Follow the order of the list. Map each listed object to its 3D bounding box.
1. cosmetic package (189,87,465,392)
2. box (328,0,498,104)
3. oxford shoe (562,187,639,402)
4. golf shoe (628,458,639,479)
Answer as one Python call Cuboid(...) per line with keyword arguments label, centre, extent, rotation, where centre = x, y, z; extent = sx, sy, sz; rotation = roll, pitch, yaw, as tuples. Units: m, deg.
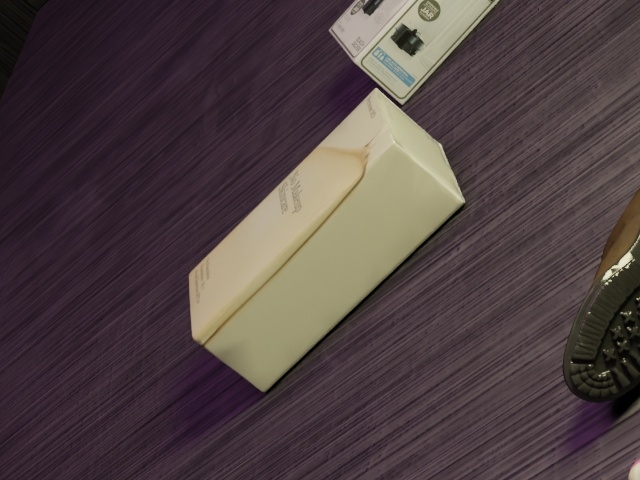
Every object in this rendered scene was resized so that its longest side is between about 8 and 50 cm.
Cuboid(label="cosmetic package", centre=(0.000, 0.000, 1.859), extent=(0.309, 0.113, 0.160), rotation=(-46, 22, 14))
Cuboid(label="box", centre=(0.151, -0.319, 2.104), extent=(0.290, 0.087, 0.169), rotation=(-48, 22, 7))
Cuboid(label="oxford shoe", centre=(0.258, 0.036, 1.381), extent=(0.227, 0.083, 0.096), rotation=(-57, 5, -18))
Cuboid(label="golf shoe", centre=(0.307, 0.069, 1.171), extent=(0.306, 0.115, 0.140), rotation=(-57, 20, -18))
